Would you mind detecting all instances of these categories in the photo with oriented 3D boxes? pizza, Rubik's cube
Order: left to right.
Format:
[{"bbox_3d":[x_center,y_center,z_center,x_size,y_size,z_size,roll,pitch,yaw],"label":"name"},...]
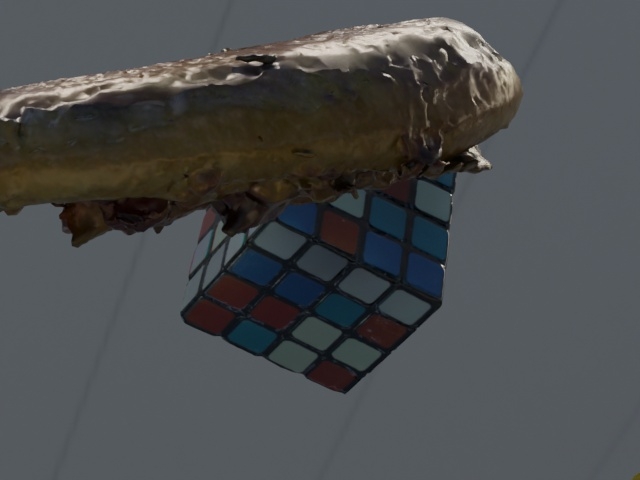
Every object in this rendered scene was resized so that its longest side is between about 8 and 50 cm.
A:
[{"bbox_3d":[-0.046,-0.044,0.907,0.305,0.161,0.085,-11,-81,-22],"label":"pizza"},{"bbox_3d":[0.000,0.000,1.559,0.154,0.151,0.155,26,-42,-18],"label":"Rubik's cube"}]

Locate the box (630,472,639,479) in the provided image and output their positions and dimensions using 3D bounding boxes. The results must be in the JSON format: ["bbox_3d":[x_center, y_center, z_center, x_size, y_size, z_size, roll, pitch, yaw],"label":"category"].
[{"bbox_3d":[0.250,0.183,1.139,0.155,0.087,0.023,16,-59,-29],"label":"box"}]
